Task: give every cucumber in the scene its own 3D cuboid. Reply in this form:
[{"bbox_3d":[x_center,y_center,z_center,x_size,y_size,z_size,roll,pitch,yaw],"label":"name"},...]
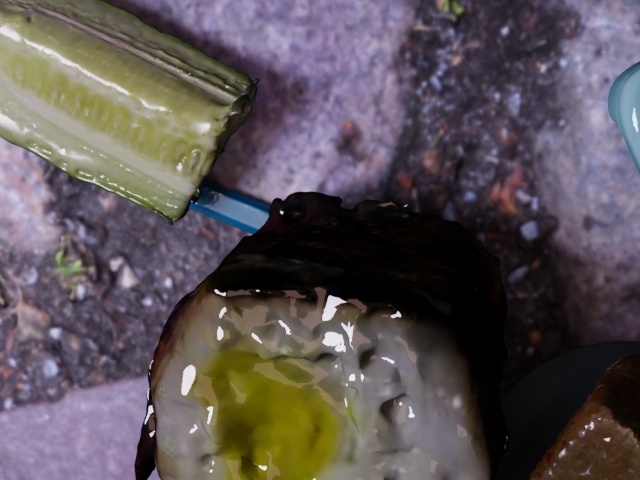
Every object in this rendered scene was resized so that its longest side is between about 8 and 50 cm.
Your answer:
[{"bbox_3d":[-0.223,-0.151,1.016,0.325,0.105,0.145,26,124,-1],"label":"cucumber"}]

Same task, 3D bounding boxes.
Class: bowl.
[{"bbox_3d":[0.282,0.246,1.020,0.289,0.146,0.289,0,98,2],"label":"bowl"}]

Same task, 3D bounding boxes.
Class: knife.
[{"bbox_3d":[0.000,0.000,1.062,0.297,0.026,0.044,23,95,2],"label":"knife"}]

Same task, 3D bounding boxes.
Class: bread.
[{"bbox_3d":[0.164,0.288,0.894,0.113,0.165,0.416,36,115,19],"label":"bread"}]

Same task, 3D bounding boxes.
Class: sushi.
[{"bbox_3d":[0.010,0.128,0.928,0.281,0.294,0.299,22,109,1],"label":"sushi"}]

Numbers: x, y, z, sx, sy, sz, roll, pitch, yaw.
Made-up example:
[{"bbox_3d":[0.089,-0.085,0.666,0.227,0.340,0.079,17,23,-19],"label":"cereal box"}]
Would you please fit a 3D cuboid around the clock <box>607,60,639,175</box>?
[{"bbox_3d":[0.395,-0.061,1.004,0.224,0.094,0.274,-20,98,5],"label":"clock"}]
